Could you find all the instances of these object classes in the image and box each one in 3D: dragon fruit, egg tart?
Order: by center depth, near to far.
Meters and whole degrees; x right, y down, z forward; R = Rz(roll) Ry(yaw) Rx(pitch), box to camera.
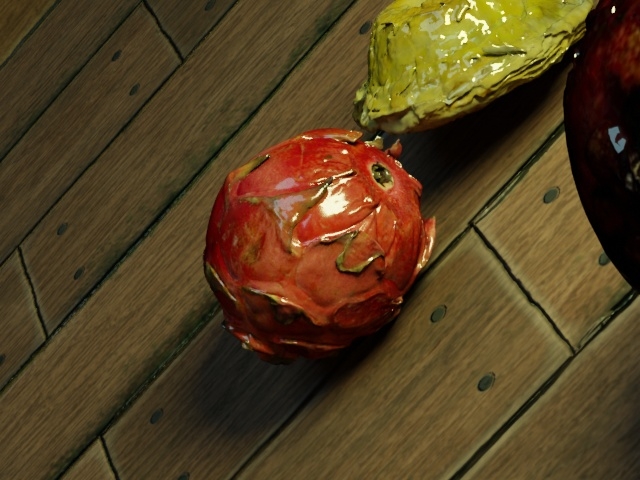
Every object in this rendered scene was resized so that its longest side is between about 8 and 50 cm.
[{"bbox_3d":[-0.008,0.006,1.899,0.252,0.241,0.241,116,167,-51],"label":"dragon fruit"},{"bbox_3d":[0.147,-0.218,1.946,0.294,0.116,0.295,-29,16,9],"label":"egg tart"}]

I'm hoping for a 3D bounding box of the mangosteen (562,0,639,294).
[{"bbox_3d":[0.394,-0.093,1.342,0.421,0.381,0.381,-14,39,4],"label":"mangosteen"}]
